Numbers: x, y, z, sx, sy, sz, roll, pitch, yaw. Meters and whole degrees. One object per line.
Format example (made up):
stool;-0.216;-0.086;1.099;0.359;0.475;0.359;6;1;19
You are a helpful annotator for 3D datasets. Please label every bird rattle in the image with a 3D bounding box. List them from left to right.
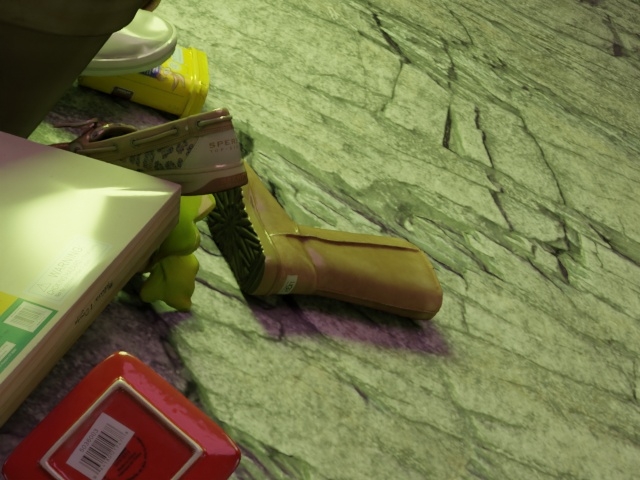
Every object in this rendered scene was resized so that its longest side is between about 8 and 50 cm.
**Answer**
bird rattle;-0.253;0.003;1.571;0.254;0.143;0.207;-7;31;-29

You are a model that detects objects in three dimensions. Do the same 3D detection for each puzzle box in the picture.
puzzle box;-0.340;0.027;1.329;0.272;0.052;0.409;18;36;14

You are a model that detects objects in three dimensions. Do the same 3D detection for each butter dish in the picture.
butter dish;-0.175;0.210;1.272;0.160;0.118;0.160;39;71;13

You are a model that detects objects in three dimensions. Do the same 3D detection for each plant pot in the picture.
plant pot;-0.395;-0.263;1.658;0.323;0.280;0.323;23;29;-13

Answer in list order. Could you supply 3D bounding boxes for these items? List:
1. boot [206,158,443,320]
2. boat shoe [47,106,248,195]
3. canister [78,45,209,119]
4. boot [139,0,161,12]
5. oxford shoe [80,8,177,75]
boot;0.000;0.000;1.803;0.270;0.089;0.236;8;45;-34
boat shoe;-0.197;-0.100;1.534;0.285;0.089;0.104;2;14;34
canister;-0.248;-0.239;1.972;0.170;0.073;0.126;16;32;-20
boot;-0.364;-0.384;2.086;0.203;0.095;0.262;35;25;9
oxford shoe;-0.404;-0.329;1.846;0.449;0.130;0.169;18;35;-1
